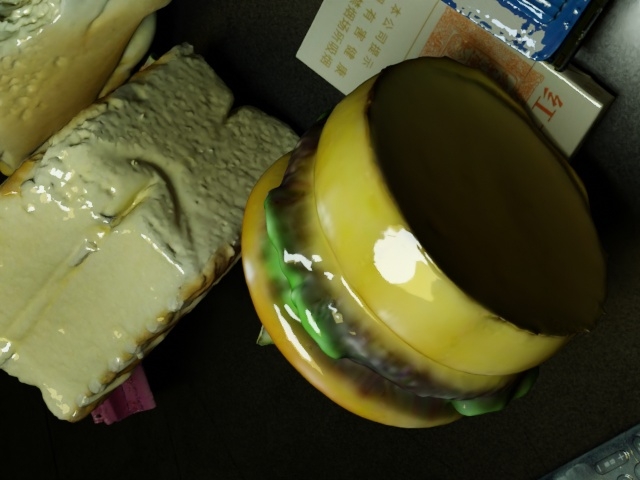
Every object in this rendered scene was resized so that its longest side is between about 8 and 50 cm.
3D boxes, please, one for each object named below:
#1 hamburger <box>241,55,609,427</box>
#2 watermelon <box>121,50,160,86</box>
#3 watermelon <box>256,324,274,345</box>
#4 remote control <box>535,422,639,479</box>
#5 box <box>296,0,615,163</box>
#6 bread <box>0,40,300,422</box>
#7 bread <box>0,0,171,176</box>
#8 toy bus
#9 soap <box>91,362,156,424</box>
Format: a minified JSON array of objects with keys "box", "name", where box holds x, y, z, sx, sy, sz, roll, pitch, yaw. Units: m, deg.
[{"box":[0.104,0.023,1.497,0.395,0.396,0.277,52,129,4],"name":"hamburger"},{"box":[-0.258,-0.213,1.895,0.163,0.087,0.069,-41,53,30],"name":"watermelon"},{"box":[-0.004,-0.017,1.782,0.128,0.159,0.303,53,137,41],"name":"watermelon"},{"box":[0.400,0.292,1.700,0.107,0.044,0.377,51,128,0],"name":"remote control"},{"box":[0.155,-0.200,1.639,0.365,0.051,0.204,39,126,13],"name":"box"},{"box":[-0.253,-0.013,1.753,0.279,0.390,0.371,45,128,-3],"name":"bread"},{"box":[-0.367,-0.259,1.783,0.245,0.329,0.424,33,115,-22],"name":"bread"},{"box":[0.175,-0.316,1.474,0.288,0.175,0.138,36,102,14],"name":"toy bus"},{"box":[-0.321,0.187,2.018,0.162,0.099,0.250,61,167,27],"name":"soap"}]
